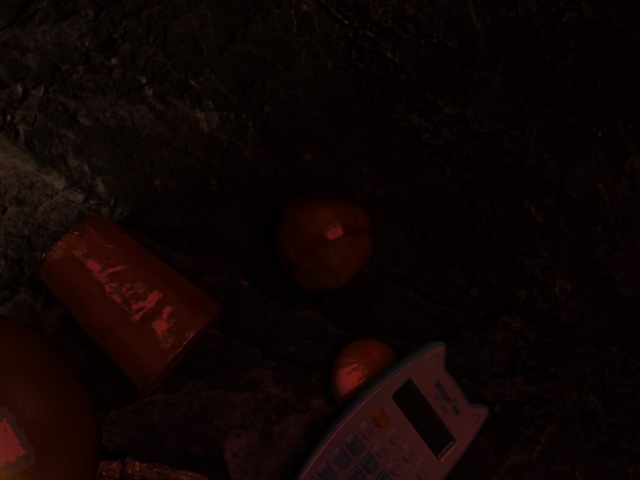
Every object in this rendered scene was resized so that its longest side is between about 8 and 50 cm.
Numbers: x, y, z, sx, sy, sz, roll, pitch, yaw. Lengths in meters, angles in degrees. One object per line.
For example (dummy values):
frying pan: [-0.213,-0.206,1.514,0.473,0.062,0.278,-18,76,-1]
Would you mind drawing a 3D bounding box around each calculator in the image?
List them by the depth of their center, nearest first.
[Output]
calculator: [0.111,0.363,1.585,0.386,0.054,0.256,-45,120,-17]

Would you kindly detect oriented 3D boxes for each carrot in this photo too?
carrot: [-0.299,0.093,1.436,0.254,0.196,0.196,43,69,-1]

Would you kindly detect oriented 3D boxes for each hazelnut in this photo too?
hazelnut: [0.000,0.000,1.565,0.182,0.182,0.182,3,82,-23]

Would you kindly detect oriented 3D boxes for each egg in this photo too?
egg: [-0.458,0.249,1.265,0.351,0.282,0.282,43,69,6]

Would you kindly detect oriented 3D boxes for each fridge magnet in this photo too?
fridge magnet: [0.080,0.241,1.617,0.143,0.063,0.143,3,84,-24]

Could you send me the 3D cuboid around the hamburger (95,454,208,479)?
hamburger: [-0.282,0.416,1.340,0.245,0.282,0.155,37,33,-16]
